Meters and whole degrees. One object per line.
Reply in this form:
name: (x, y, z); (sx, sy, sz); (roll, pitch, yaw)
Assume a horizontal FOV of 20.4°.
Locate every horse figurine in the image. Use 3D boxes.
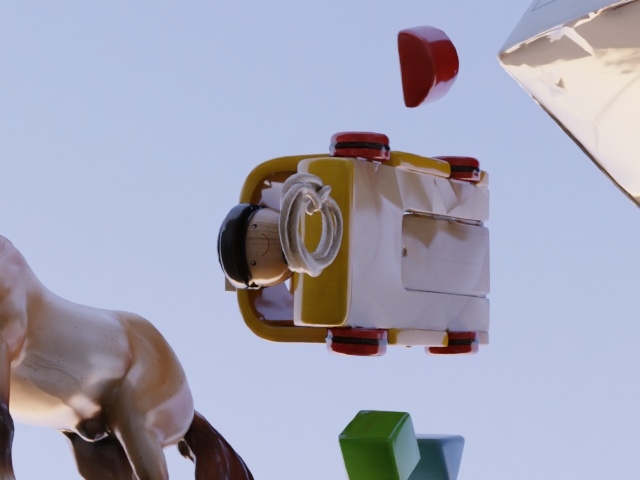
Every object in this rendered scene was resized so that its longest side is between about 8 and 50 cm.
horse figurine: (-0.105, 0.067, 0.720); (0.066, 0.174, 0.263); (-32, -48, 24)

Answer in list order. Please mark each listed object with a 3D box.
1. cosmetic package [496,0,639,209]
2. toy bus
cosmetic package: (0.242, -0.171, 0.930); (0.129, 0.296, 0.153); (45, -26, -18)
toy bus: (0.006, 0.006, 0.840); (0.104, 0.191, 0.202); (-2, -50, 29)
